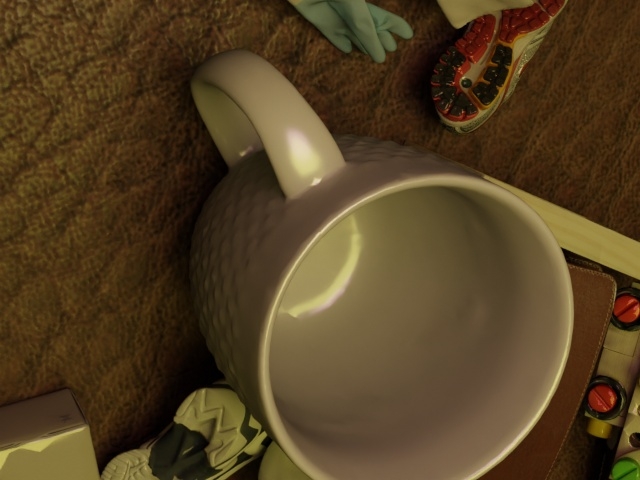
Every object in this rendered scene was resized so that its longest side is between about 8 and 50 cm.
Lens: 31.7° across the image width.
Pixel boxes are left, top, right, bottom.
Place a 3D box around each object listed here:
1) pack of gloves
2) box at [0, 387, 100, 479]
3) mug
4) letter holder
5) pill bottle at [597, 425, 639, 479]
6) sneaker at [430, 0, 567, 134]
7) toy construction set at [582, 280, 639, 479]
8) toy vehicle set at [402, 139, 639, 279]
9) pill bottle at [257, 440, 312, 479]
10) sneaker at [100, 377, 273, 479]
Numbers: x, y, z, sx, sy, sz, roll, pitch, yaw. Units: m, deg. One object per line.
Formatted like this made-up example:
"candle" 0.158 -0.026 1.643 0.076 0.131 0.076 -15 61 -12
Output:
"pack of gloves" 0.069 -0.215 1.011 0.232 0.195 0.046 26 56 -61
"box" -0.264 0.295 1.107 0.113 0.094 0.275 -13 110 -19
"mug" 0.000 0.000 0.994 0.276 0.328 0.374 -33 115 -11
"letter holder" 0.223 0.155 1.241 0.214 0.152 0.302 15 100 -28
"pill bottle" 0.406 0.285 1.371 0.130 0.130 0.246 2 105 -24
"sneaker" 0.181 -0.205 1.154 0.088 0.093 0.225 33 76 14
"toy construction set" 0.409 0.154 1.227 0.328 0.215 0.151 -70 157 -7
"toy vehicle set" 0.223 -0.027 1.173 0.266 0.166 0.035 20 98 -27
"pill bottle" 0.028 0.314 1.162 0.162 0.162 0.278 -22 136 -15
"sneaker" -0.115 0.211 1.145 0.153 0.094 0.235 -12 146 -55
